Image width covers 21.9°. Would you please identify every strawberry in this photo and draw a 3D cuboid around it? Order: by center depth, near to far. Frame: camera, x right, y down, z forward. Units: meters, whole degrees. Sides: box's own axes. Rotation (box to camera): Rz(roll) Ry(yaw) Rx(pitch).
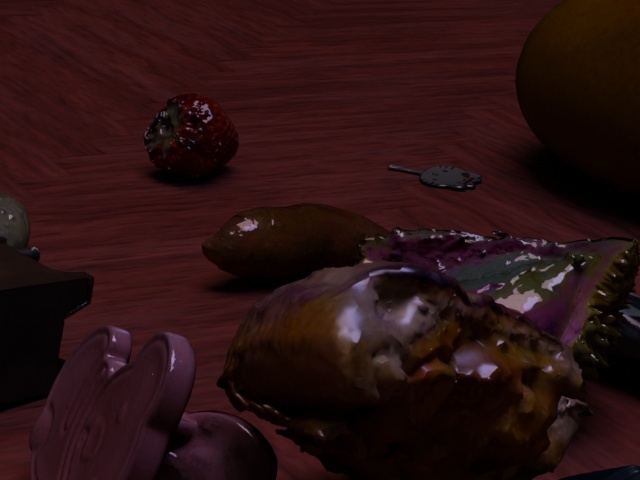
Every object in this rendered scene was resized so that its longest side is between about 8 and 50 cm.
[{"bbox_3d":[-0.098,-0.082,1.352,0.083,0.073,0.073,20,4,-43],"label":"strawberry"}]

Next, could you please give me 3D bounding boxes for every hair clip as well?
[{"bbox_3d":[-0.100,0.094,0.775,0.138,0.123,0.102,23,-3,32],"label":"hair clip"}]

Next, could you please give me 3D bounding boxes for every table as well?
[{"bbox_3d":[-0.185,0.046,0.929,0.070,0.083,0.082,24,20,38],"label":"table"}]

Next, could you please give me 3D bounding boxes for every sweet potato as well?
[{"bbox_3d":[0.000,0.000,1.158,0.194,0.056,0.056,-1,19,-34],"label":"sweet potato"}]

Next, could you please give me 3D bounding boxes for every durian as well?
[{"bbox_3d":[0.097,0.066,0.954,0.186,0.119,0.108,1,54,26],"label":"durian"}]

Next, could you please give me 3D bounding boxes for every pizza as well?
[{"bbox_3d":[0.035,0.077,0.735,0.161,0.086,0.305,14,-12,12],"label":"pizza"}]

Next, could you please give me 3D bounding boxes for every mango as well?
[{"bbox_3d":[0.317,-0.133,1.372,0.263,0.221,0.378,-15,16,-34],"label":"mango"}]

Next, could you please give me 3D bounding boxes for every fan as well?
[{"bbox_3d":[0.096,-0.056,1.407,0.083,0.004,0.056,11,21,19],"label":"fan"}]

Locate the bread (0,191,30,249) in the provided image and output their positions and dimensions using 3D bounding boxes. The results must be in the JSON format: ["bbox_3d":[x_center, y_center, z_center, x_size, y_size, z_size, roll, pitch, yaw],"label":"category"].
[{"bbox_3d":[-0.318,0.006,1.061,0.286,0.056,0.207,-5,19,-23],"label":"bread"}]

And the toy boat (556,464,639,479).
[{"bbox_3d":[0.125,0.137,0.772,0.055,0.060,0.141,16,17,33],"label":"toy boat"}]

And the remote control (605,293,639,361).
[{"bbox_3d":[0.192,0.057,1.030,0.097,0.045,0.256,14,10,-46],"label":"remote control"}]
